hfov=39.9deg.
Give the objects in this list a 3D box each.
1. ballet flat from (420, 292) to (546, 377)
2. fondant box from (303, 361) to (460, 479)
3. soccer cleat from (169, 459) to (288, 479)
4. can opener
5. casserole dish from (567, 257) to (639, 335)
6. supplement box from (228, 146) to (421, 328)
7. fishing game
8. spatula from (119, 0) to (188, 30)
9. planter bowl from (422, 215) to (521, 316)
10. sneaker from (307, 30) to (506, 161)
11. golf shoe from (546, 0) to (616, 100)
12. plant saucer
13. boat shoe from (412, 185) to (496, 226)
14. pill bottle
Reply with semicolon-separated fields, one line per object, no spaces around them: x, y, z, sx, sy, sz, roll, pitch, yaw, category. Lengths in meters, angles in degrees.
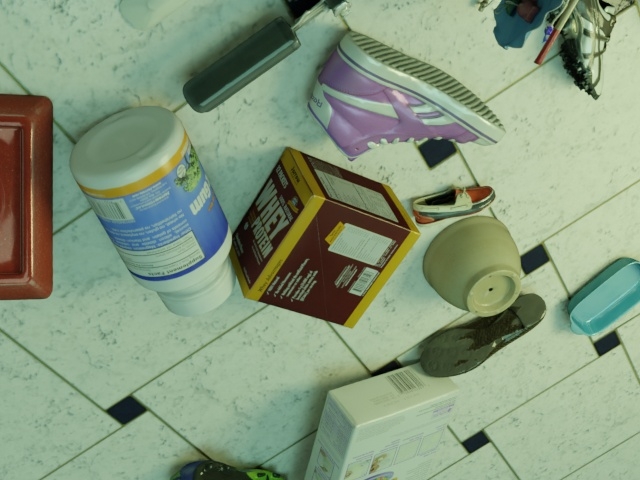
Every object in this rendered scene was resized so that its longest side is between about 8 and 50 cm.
0.293;0.171;1.582;0.249;0.084;0.058;-31;166;0;ballet flat
0.099;0.392;1.616;0.238;0.096;0.330;-11;129;-33;fondant box
-0.155;0.470;1.635;0.121;0.094;0.289;-20;143;35;soccer cleat
-0.062;-0.267;1.116;0.280;0.074;0.093;-39;95;8;can opener
0.536;0.101;1.638;0.188;0.037;0.114;-42;129;13;casserole dish
0.000;0.000;1.291;0.194;0.129;0.191;19;117;-32;supplement box
0.256;-0.322;1.066;0.041;0.264;0.189;21;118;-16;fishing game
-0.171;-0.358;1.002;0.242;0.019;0.168;-33;126;19;spatula
0.264;0.056;1.450;0.162;0.109;0.162;-11;129;-14;planter bowl
0.113;-0.168;1.236;0.282;0.102;0.161;22;119;-21;sneaker
0.388;-0.288;1.258;0.093;0.077;0.198;-31;132;3;golf shoe
-0.453;-0.049;1.056;0.258;0.047;0.259;0;98;-21;plant saucer
0.210;-0.061;1.382;0.137;0.049;0.043;-17;128;-2;boat shoe
-0.207;-0.029;1.174;0.152;0.152;0.272;-24;131;-3;pill bottle
